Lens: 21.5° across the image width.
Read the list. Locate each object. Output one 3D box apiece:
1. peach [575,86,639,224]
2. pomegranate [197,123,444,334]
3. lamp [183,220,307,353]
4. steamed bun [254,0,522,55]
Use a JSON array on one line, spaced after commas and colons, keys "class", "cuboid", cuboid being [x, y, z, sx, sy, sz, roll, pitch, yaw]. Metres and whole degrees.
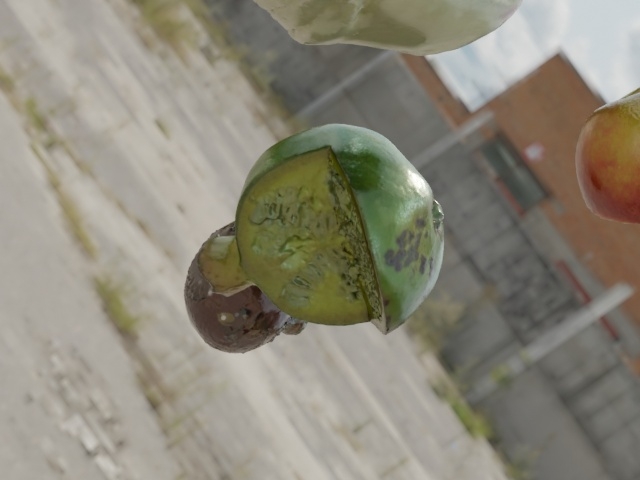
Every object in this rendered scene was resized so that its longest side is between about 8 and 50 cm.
[{"class": "peach", "cuboid": [0.360, -0.070, 1.723, 0.192, 0.190, 0.190, 63, 4, 7]}, {"class": "pomegranate", "cuboid": [0.007, -0.009, 1.144, 0.143, 0.169, 0.122, 58, 45, -26]}, {"class": "lamp", "cuboid": [-0.071, 0.054, 1.854, 0.135, 0.157, 0.156, 36, 31, -29]}, {"class": "steamed bun", "cuboid": [-0.004, -0.270, 1.029, 0.275, 0.206, 0.320, -9, 97, -49]}]
